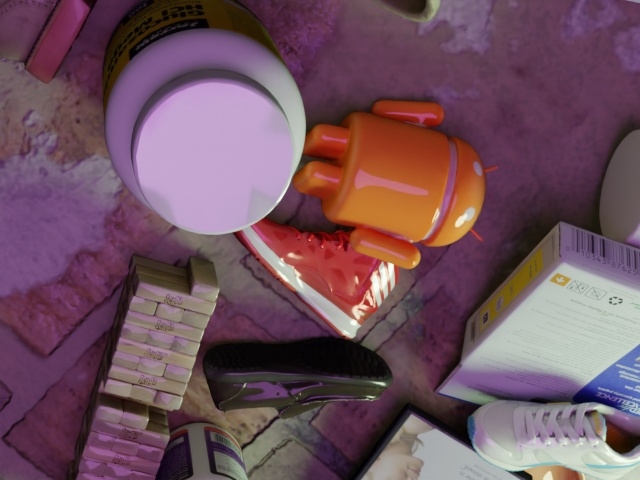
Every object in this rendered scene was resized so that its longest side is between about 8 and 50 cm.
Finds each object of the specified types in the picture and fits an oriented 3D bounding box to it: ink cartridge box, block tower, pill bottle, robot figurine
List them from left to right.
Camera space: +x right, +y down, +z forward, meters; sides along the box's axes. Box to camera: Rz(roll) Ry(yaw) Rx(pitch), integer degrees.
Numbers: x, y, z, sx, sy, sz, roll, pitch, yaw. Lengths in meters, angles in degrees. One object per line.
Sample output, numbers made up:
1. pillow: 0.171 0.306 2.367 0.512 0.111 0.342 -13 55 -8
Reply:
1. block tower: -0.209 0.177 1.612 0.097 0.091 0.335 16 106 -15
2. pill bottle: -0.116 -0.127 1.383 0.188 0.334 0.188 -3 110 -9
3. pill bottle: -0.131 0.294 1.612 0.108 0.193 0.108 -3 110 -8
4. robot figurine: 0.085 -0.067 1.550 0.219 0.158 0.128 14 129 -13
5. ink cartridge box: 0.332 0.123 1.653 0.303 0.072 0.307 17 145 -15
6. pill bottle: 0.470 -0.030 1.607 0.283 0.160 0.160 11 108 -13

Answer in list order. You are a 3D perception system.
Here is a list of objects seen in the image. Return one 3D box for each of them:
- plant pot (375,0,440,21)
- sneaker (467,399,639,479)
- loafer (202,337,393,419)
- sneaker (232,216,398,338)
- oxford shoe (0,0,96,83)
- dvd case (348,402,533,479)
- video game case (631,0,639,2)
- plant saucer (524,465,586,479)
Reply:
1. plant pot: 0.088 -0.431 1.338 0.305 0.334 0.334 -46 111 -3
2. sneaker: 0.281 0.222 1.673 0.228 0.087 0.092 8 148 -20
3. loafer: -0.027 0.163 1.651 0.220 0.080 0.078 3 119 -5
4. sneaker: 0.000 0.000 1.596 0.128 0.087 0.221 -46 123 0
5. oxford shoe: -0.248 -0.330 1.403 0.130 0.123 0.348 25 103 -12
6. dvd case: 0.111 0.333 1.724 0.180 0.022 0.253 31 111 -8
7. video game case: 0.302 -0.368 1.529 0.227 0.026 0.206 8 108 -13
8. plant saucer: 0.227 0.314 1.763 0.200 0.037 0.200 -3 110 -8
